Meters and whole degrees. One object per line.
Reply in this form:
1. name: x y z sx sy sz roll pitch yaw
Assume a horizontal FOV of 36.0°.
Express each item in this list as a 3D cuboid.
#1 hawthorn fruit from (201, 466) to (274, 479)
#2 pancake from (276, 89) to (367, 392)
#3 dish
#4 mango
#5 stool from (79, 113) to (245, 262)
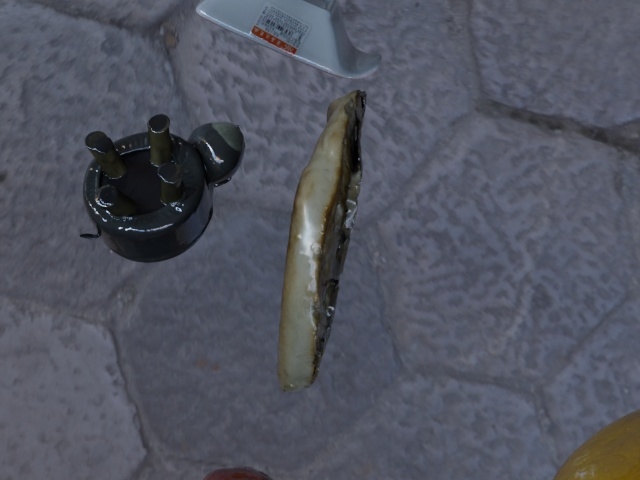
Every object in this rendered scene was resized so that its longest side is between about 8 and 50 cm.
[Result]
1. hawthorn fruit: -0.094 0.473 1.458 0.271 0.242 0.242 26 101 5
2. pancake: 0.001 0.000 1.177 0.071 0.382 0.382 12 104 1
3. dish: -0.027 -0.278 1.225 0.234 0.154 0.064 24 115 -5
4. mango: 0.330 0.237 0.972 0.317 0.176 0.119 -35 101 -30
5. stool: -0.205 -0.085 1.227 0.153 0.139 0.228 25 66 16
